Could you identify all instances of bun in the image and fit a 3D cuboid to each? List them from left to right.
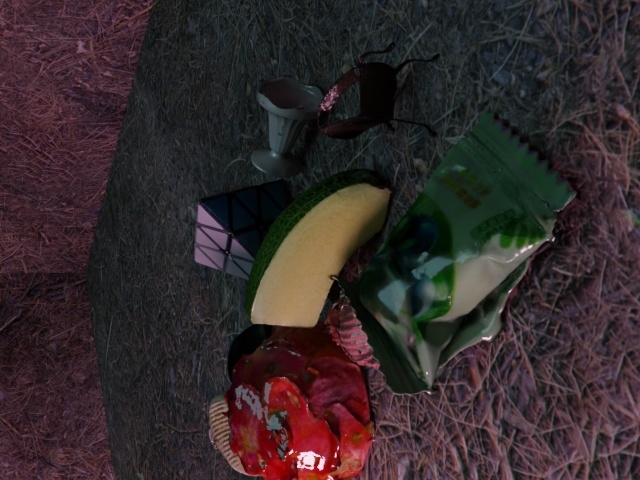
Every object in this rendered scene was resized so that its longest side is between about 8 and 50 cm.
[{"bbox_3d":[-0.187,0.488,1.708,0.237,0.116,0.210,54,131,13],"label":"bun"}]

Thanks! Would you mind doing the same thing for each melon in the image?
[{"bbox_3d":[0.000,0.000,1.356,0.226,0.331,0.344,26,107,19],"label":"melon"}]

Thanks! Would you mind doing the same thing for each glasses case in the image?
[{"bbox_3d":[-0.177,0.297,1.722,0.321,0.082,0.122,138,136,-58],"label":"glasses case"}]

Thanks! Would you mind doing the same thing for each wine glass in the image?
[{"bbox_3d":[-0.080,-0.259,1.522,0.165,0.164,0.197,56,142,45],"label":"wine glass"}]

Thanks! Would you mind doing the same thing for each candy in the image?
[{"bbox_3d":[0.202,0.013,1.023,0.398,0.172,0.263,-58,45,23],"label":"candy"}]

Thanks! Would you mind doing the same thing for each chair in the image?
[{"bbox_3d":[0.099,-0.255,1.204,0.213,0.174,0.149,0,92,49],"label":"chair"}]

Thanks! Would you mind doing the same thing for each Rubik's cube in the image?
[{"bbox_3d":[-0.188,-0.019,1.586,0.228,0.228,0.233,-120,32,-68],"label":"Rubik's cube"}]

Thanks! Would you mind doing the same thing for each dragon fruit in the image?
[{"bbox_3d":[-0.071,0.357,1.410,0.371,0.249,0.386,35,121,50],"label":"dragon fruit"}]

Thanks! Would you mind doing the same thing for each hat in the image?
[{"bbox_3d":[0.097,0.139,1.240,0.286,0.107,0.237,-22,54,53],"label":"hat"}]

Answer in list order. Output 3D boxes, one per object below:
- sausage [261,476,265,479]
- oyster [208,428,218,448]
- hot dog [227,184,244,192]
[{"bbox_3d":[-0.093,0.635,1.564,0.109,0.108,0.271,3,92,60],"label":"sausage"},{"bbox_3d":[-0.293,0.589,1.982,0.100,0.037,0.098,-5,104,40],"label":"oyster"},{"bbox_3d":[-0.265,-0.051,1.908,0.269,0.072,0.109,-61,38,37],"label":"hot dog"}]
